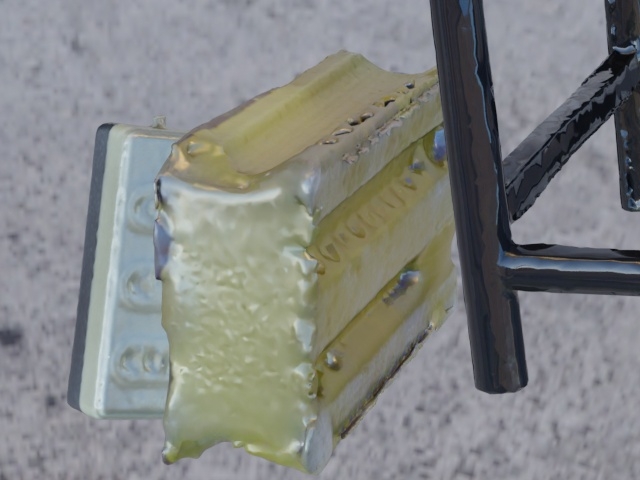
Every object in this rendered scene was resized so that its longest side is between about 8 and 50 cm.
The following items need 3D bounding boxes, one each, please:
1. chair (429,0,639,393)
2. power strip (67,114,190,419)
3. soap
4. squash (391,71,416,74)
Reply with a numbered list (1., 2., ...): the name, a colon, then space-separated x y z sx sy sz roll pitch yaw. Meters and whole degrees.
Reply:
1. chair: 0.096 -0.107 0.384 0.154 0.260 0.141 1 21 25
2. power strip: -0.144 0.022 1.591 0.105 0.256 0.070 3 4 -36
3. soap: 0.002 0.000 0.833 0.076 0.135 0.233 6 18 17
4. squash: 0.059 -0.073 1.743 0.193 0.156 0.193 2 52 -3
